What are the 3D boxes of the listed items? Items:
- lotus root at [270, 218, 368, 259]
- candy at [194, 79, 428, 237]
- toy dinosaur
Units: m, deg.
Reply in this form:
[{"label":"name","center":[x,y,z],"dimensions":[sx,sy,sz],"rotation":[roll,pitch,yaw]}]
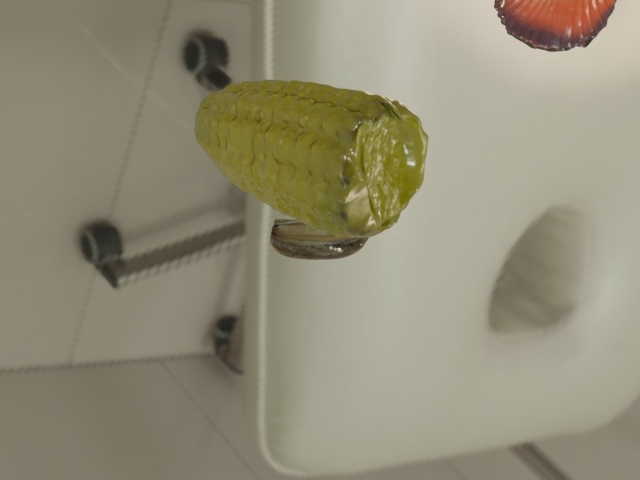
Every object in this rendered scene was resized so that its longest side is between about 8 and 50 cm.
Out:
[{"label":"lotus root","center":[0.000,0.001,1.167],"dimensions":[0.083,0.037,0.030],"rotation":[-3,136,8]},{"label":"candy","center":[-0.019,-0.070,1.021],"dimensions":[0.094,0.199,0.106],"rotation":[-19,118,-38]},{"label":"toy dinosaur","center":[0.249,-0.223,1.232],"dimensions":[0.286,0.070,0.139],"rotation":[14,104,-9]}]
